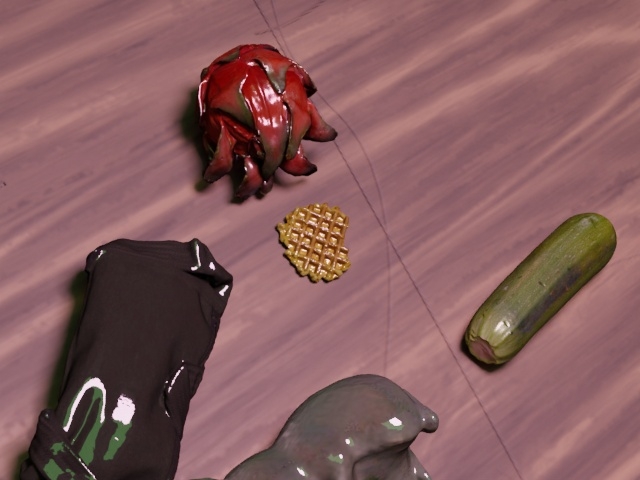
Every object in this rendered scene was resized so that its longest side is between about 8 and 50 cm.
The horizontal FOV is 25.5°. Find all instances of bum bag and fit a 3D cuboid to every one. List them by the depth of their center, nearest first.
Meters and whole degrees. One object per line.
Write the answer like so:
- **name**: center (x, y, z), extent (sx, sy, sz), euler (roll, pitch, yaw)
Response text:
- **bum bag**: center (-0.173, 0.123, 1.230), extent (0.142, 0.080, 0.326), euler (27, 52, -14)

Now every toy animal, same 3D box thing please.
- **toy animal**: center (-0.024, 0.210, 1.224), extent (0.251, 0.127, 0.125), euler (-21, 99, -23)

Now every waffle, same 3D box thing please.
- **waffle**: center (-0.002, 0.001, 1.401), extent (0.078, 0.016, 0.085), euler (-7, 64, -20)

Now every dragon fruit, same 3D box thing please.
- **dragon fruit**: center (-0.064, -0.123, 1.396), extent (0.142, 0.130, 0.121), euler (56, 25, 16)

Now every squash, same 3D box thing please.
- **squash**: center (0.229, 0.043, 1.440), extent (0.066, 0.066, 0.229), euler (44, 57, 7)
